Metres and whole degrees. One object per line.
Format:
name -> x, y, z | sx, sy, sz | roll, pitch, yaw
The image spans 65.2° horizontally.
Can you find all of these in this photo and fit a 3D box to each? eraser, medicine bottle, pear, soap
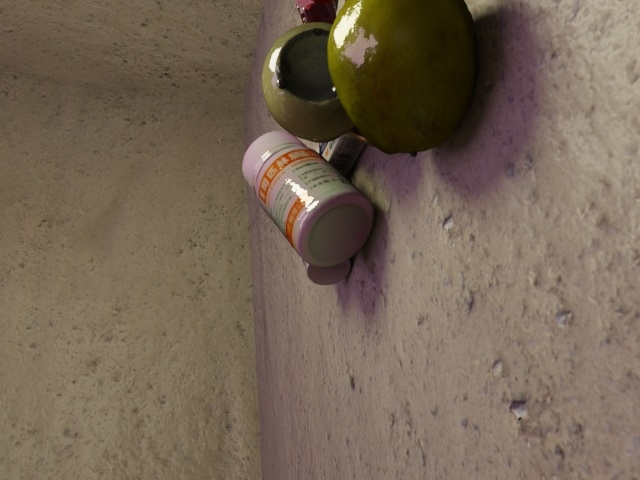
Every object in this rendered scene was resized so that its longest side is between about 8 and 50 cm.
eraser -> 0.058, -0.274, 1.390 | 0.279, 0.081, 0.124 | 123, 147, -58
medicine bottle -> 0.000, 0.000, 1.431 | 0.250, 0.133, 0.133 | -104, 24, -49
medicine bottle -> -0.045, -0.122, 1.310 | 0.388, 0.219, 0.219 | 51, 137, 44
pear -> 0.140, -0.303, 0.858 | 0.269, 0.269, 0.321 | -134, 32, -68
soap -> -0.003, -0.634, 1.459 | 0.250, 0.099, 0.162 | 62, -169, -61

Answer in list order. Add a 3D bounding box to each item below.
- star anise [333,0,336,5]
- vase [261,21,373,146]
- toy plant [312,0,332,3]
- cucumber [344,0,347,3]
star anise -> 0.031, -0.852, 1.632 | 0.197, 0.073, 0.212 | -100, 18, -48
vase -> 0.031, -0.309, 1.131 | 0.241, 0.329, 0.302 | -56, -2, -2
toy plant -> 0.104, -0.601, 0.968 | 0.185, 0.279, 0.400 | -157, 59, -80
cucumber -> 0.089, -0.565, 1.335 | 0.325, 0.105, 0.145 | 125, 145, -64
